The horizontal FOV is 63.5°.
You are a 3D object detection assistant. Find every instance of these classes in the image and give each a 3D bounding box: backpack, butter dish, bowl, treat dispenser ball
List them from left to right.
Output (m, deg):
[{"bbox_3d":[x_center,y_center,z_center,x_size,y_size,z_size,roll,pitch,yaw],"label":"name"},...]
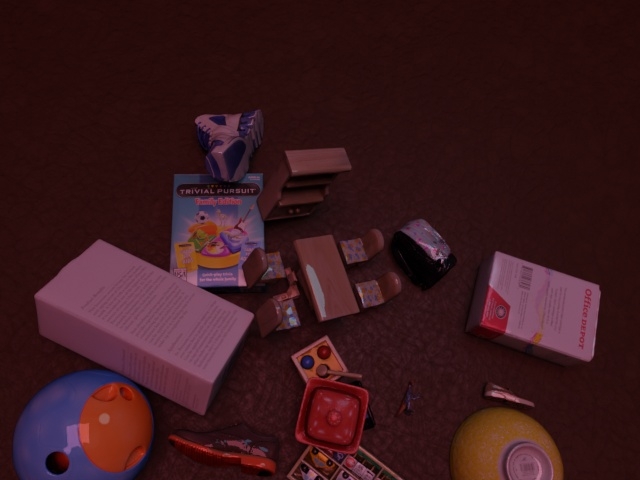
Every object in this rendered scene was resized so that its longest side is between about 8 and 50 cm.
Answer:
[{"bbox_3d":[-0.518,0.433,1.149,0.288,0.288,0.288,2,70,-5],"label":"treat dispenser ball"},{"bbox_3d":[0.030,0.415,1.222,0.160,0.118,0.160,13,76,2],"label":"butter dish"},{"bbox_3d":[0.288,0.031,1.465,0.115,0.152,0.182,-32,72,-32],"label":"backpack"},{"bbox_3d":[0.481,0.558,1.273,0.289,0.156,0.290,2,70,-6],"label":"bowl"}]

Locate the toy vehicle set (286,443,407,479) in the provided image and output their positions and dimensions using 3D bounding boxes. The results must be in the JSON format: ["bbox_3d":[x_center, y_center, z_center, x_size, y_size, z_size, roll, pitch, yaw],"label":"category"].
[{"bbox_3d":[0.073,0.588,1.266,0.266,0.035,0.166,35,84,8],"label":"toy vehicle set"}]

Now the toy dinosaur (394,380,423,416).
[{"bbox_3d":[0.230,0.413,1.364,0.090,0.047,0.082,-10,53,2],"label":"toy dinosaur"}]

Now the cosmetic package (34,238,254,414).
[{"bbox_3d":[-0.421,0.206,1.267,0.453,0.162,0.230,26,41,4],"label":"cosmetic package"}]

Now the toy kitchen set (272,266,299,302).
[{"bbox_3d":[-0.103,0.121,1.421,0.075,0.068,0.083,-17,72,-11],"label":"toy kitchen set"}]

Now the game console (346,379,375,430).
[{"bbox_3d":[0.065,0.434,1.321,0.071,0.107,0.122,-1,65,-48],"label":"game console"}]

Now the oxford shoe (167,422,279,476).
[{"bbox_3d":[-0.234,0.498,1.271,0.271,0.097,0.098,16,49,-4],"label":"oxford shoe"}]

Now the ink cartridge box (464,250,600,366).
[{"bbox_3d":[0.583,0.192,1.430,0.306,0.131,0.226,20,69,0],"label":"ink cartridge box"}]

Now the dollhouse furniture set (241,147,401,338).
[{"bbox_3d":[0.000,0.000,1.321,0.362,0.256,0.394,-9,69,-29],"label":"dollhouse furniture set"}]

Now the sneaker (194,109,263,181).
[{"bbox_3d":[-0.291,-0.280,1.499,0.182,0.128,0.316,4,38,12],"label":"sneaker"}]

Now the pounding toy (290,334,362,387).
[{"bbox_3d":[0.013,0.330,1.339,0.130,0.100,0.141,-29,75,-14],"label":"pounding toy"}]

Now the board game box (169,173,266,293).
[{"bbox_3d":[-0.284,-0.022,1.450,0.253,0.079,0.336,-2,70,-6],"label":"board game box"}]

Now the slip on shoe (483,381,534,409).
[{"bbox_3d":[0.506,0.417,1.387,0.135,0.051,0.041,13,57,6],"label":"slip on shoe"}]
